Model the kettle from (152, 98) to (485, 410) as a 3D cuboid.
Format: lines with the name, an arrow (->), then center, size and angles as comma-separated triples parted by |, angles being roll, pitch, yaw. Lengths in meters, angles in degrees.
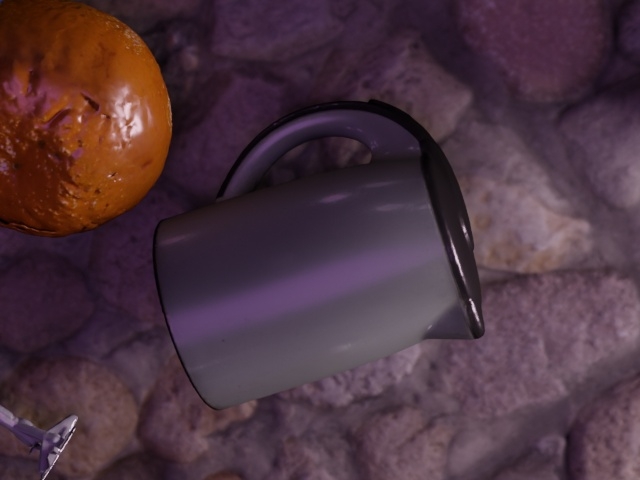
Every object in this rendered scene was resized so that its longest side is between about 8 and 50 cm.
kettle -> 0.000, 0.000, 1.269 | 0.236, 0.161, 0.221 | -17, 71, 11

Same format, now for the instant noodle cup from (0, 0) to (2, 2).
instant noodle cup -> -0.316, -0.234, 1.115 | 0.312, 0.284, 0.284 | -33, 98, 21

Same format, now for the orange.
orange -> -0.210, -0.101, 1.257 | 0.193, 0.161, 0.193 | 4, 118, 7

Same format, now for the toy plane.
toy plane -> -0.341, 0.100, 1.378 | 0.273, 0.107, 0.182 | 19, 64, -16
